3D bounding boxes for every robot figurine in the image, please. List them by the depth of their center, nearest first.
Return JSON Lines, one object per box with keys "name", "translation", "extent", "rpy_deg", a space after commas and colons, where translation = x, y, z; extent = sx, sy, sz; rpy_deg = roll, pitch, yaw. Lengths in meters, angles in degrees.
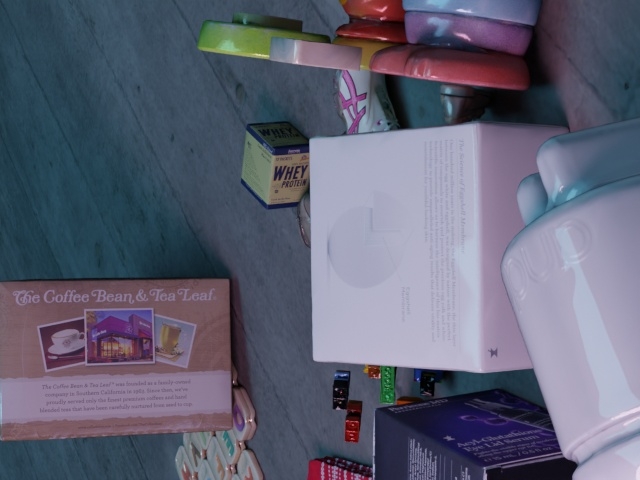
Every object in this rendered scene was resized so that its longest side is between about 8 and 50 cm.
{"name": "robot figurine", "translation": [0.264, 0.083, 1.203], "extent": [0.300, 0.200, 0.353], "rpy_deg": [97, 158, -68]}

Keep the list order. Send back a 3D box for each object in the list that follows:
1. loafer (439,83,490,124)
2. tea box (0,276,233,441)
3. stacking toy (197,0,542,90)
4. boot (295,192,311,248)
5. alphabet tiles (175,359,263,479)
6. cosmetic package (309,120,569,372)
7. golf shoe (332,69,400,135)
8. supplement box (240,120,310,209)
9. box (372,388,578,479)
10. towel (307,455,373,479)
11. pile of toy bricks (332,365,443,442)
{"name": "loafer", "translation": [0.136, -0.130, 1.510], "extent": [0.125, 0.045, 0.039], "rpy_deg": [-9, -74, -75]}
{"name": "tea box", "translation": [-0.332, 0.165, 2.212], "extent": [0.323, 0.329, 0.220], "rpy_deg": [168, 101, -66]}
{"name": "stacking toy", "translation": [0.045, -0.227, 1.492], "extent": [0.309, 0.279, 0.130], "rpy_deg": [19, 103, 61]}
{"name": "boot", "translation": [0.000, 0.000, 1.882], "extent": [0.087, 0.042, 0.118], "rpy_deg": [172, 93, -69]}
{"name": "alphabet tiles", "translation": [-0.156, 0.294, 2.265], "extent": [0.278, 0.021, 0.284], "rpy_deg": [62, 146, 35]}
{"name": "cosmetic package", "translation": [0.114, 0.006, 1.483], "extent": [0.225, 0.138, 0.224], "rpy_deg": [0, 90, 49]}
{"name": "golf shoe", "translation": [0.059, -0.137, 1.717], "extent": [0.086, 0.067, 0.186], "rpy_deg": [14, 111, 33]}
{"name": "supplement box", "translation": [-0.055, -0.095, 1.940], "extent": [0.083, 0.056, 0.083], "rpy_deg": [44, 134, 51]}
{"name": "box", "translation": [0.162, 0.225, 1.486], "extent": [0.207, 0.153, 0.108], "rpy_deg": [20, 113, 60]}
{"name": "towel", "translation": [0.038, 0.362, 1.818], "extent": [0.275, 0.031, 0.199], "rpy_deg": [0, 74, 62]}
{"name": "pile of toy bricks", "translation": [0.077, 0.123, 1.706], "extent": [0.105, 0.118, 0.212], "rpy_deg": [-79, -8, -55]}
